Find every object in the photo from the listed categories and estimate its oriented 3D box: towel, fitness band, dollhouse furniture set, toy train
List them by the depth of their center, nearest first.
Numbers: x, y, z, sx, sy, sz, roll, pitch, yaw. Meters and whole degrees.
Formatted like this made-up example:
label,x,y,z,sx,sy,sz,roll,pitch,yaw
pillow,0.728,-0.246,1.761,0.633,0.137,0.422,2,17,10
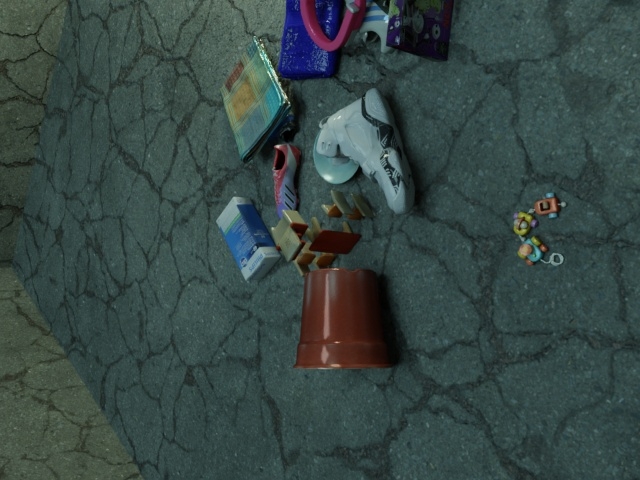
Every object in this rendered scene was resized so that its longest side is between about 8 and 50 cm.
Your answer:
label,x,y,z,sx,sy,sz,roll,pitch,yaw
toy train,0.498,-0.023,1.429,0.125,0.046,0.166,-6,87,44
fitness band,0.027,-0.649,1.704,0.209,0.054,0.291,53,154,11
dollhouse furniture set,0.000,0.000,1.760,0.262,0.259,0.135,-56,46,31
towel,-0.036,-0.652,1.902,0.228,0.076,0.308,10,98,44
towel,-0.230,-0.468,2.073,0.271,0.040,0.370,-47,49,33

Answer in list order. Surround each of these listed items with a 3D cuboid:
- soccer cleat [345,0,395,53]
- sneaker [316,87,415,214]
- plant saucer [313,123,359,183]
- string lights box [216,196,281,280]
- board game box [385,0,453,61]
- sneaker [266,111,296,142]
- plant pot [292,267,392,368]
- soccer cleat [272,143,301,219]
label,x,y,z,sx,sy,sz,roll,pitch,yaw
soccer cleat,0.118,-0.640,1.731,0.331,0.116,0.143,53,135,33
sneaker,0.119,-0.216,1.688,0.210,0.137,0.365,-20,71,20
plant saucer,0.061,-0.264,1.846,0.195,0.037,0.195,2,93,44
string lights box,-0.248,-0.007,2.119,0.133,0.077,0.259,-48,60,34
board game box,0.257,-0.634,1.533,0.056,0.208,0.346,11,99,40
sneaker,-0.135,-0.343,2.016,0.152,0.058,0.084,-33,60,32
plant pot,0.058,0.218,1.724,0.272,0.272,0.265,-10,76,43
soccer cleat,-0.120,-0.183,1.980,0.083,0.095,0.248,14,100,43
